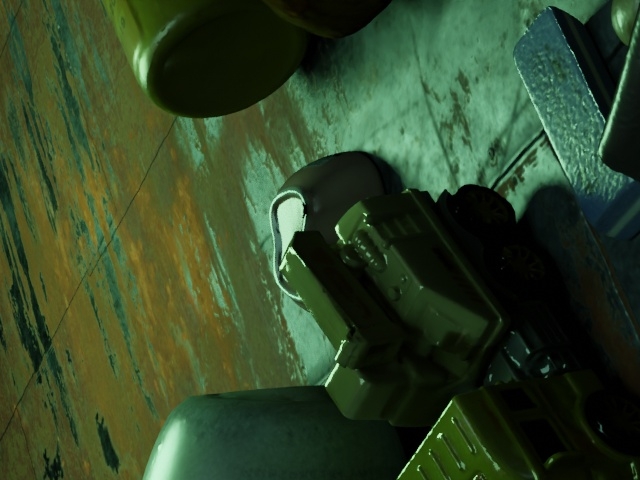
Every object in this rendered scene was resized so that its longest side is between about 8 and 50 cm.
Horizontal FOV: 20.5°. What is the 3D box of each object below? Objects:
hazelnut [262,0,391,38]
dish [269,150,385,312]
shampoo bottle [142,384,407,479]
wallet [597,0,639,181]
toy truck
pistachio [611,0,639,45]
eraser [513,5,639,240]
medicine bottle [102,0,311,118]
[{"bbox_3d":[0.006,-0.339,1.896,0.251,0.217,0.217,83,163,-56],"label":"hazelnut"},{"bbox_3d":[0.000,0.000,2.070,0.213,0.090,0.213,18,111,60],"label":"dish"},{"bbox_3d":[-0.048,0.317,1.981,0.322,0.322,0.317,2,90,61],"label":"shampoo bottle"},{"bbox_3d":[0.330,-0.127,1.416,0.182,0.049,0.229,22,125,13],"label":"wallet"},{"bbox_3d":[0.131,0.125,1.703,0.405,0.254,0.180,59,139,33],"label":"toy truck"},{"bbox_3d":[0.308,-0.206,1.472,0.149,0.113,0.113,-57,45,29],"label":"pistachio"},{"bbox_3d":[0.250,-0.110,1.653,0.082,0.036,0.225,-53,50,49],"label":"eraser"},{"bbox_3d":[-0.176,-0.355,2.183,0.384,0.224,0.224,63,145,31],"label":"medicine bottle"}]
